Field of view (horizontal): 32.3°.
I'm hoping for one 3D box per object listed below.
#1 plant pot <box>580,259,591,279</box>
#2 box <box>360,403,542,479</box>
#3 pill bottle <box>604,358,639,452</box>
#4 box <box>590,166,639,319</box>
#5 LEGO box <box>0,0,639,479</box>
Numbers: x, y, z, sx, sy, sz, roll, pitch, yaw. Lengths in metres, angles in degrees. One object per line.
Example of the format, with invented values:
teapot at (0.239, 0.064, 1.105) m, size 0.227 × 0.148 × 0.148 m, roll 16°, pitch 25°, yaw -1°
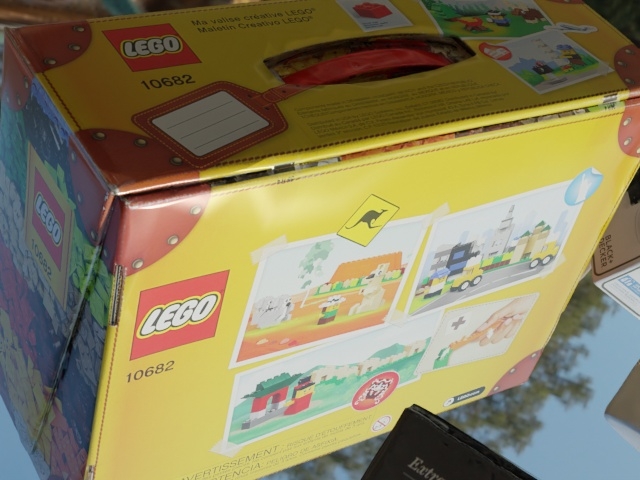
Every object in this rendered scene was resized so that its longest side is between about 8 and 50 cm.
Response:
plant pot at (0.222, -0.041, 1.326) m, size 0.263 × 0.263 × 0.229 m, roll 5°, pitch -163°, yaw -24°
box at (0.053, 0.192, 0.402) m, size 0.153 × 0.207 × 0.108 m, roll 30°, pitch 172°, yaw 35°
pill bottle at (0.263, 0.005, 0.482) m, size 0.160 × 0.283 × 0.160 m, roll 37°, pitch 177°, yaw 2°
box at (0.401, -0.058, 1.064) m, size 0.087 × 0.290 × 0.169 m, roll 35°, pitch -139°, yaw -30°
LEGO box at (0.000, 0.000, 0.929) m, size 0.500 × 0.372 × 0.193 m, roll -13°, pitch -132°, yaw -32°
